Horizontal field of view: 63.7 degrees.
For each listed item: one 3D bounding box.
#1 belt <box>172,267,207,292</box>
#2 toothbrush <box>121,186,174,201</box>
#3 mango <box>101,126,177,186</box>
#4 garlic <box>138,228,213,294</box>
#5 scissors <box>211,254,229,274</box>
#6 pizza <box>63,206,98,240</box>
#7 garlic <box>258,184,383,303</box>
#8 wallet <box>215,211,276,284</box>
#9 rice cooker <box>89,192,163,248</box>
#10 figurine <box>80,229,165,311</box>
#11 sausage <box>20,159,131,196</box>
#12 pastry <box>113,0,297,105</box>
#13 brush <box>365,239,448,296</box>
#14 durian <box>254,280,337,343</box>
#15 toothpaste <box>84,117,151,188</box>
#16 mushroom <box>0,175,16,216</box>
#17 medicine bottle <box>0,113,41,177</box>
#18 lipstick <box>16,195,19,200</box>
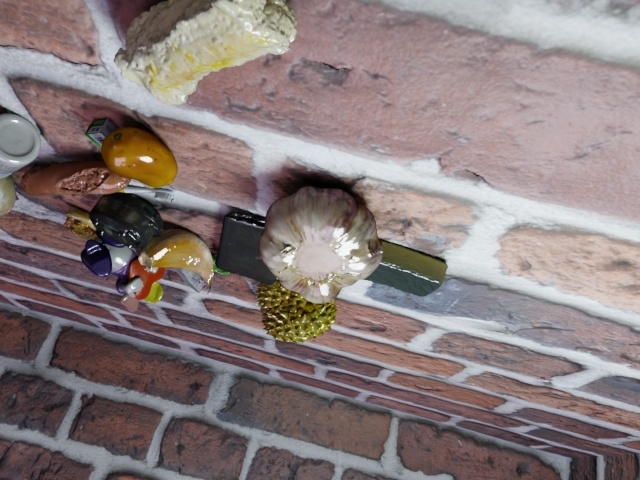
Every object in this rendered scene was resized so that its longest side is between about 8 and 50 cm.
[{"bbox_3d":[-0.399,0.081,1.509,0.071,0.053,0.232,12,152,15],"label":"belt"},{"bbox_3d":[-0.460,-0.115,1.167,0.287,0.024,0.021,8,155,16],"label":"toothbrush"},{"bbox_3d":[-0.323,-0.154,0.946,0.105,0.084,0.159,-13,166,20],"label":"mango"},{"bbox_3d":[-0.348,0.030,1.313,0.206,0.128,0.115,27,110,-34],"label":"garlic"},{"bbox_3d":[-0.331,0.041,1.414,0.204,0.027,0.101,26,149,-23],"label":"scissors"},{"bbox_3d":[-0.642,-0.031,1.423,0.134,0.046,0.175,-5,148,38],"label":"pizza"},{"bbox_3d":[0.000,0.000,0.990,0.244,0.161,0.245,2,121,3],"label":"garlic"},{"bbox_3d":[-0.164,0.022,1.260,0.170,0.044,0.321,18,152,-8],"label":"wallet"},{"bbox_3d":[-0.458,-0.048,1.214,0.165,0.107,0.112,25,150,14],"label":"rice cooker"},{"bbox_3d":[-0.542,0.081,1.428,0.193,0.154,0.421,20,155,20],"label":"figurine"},{"bbox_3d":[-0.543,-0.133,1.113,0.326,0.080,0.087,2,-178,30],"label":"sausage"},{"bbox_3d":[-0.147,-0.246,0.635,0.258,0.089,0.121,-7,150,41],"label":"pastry"},{"bbox_3d":[0.166,0.063,1.129,0.197,0.059,0.123,17,157,-2],"label":"brush"},{"bbox_3d":[-0.086,0.208,1.481,0.260,0.187,0.153,-14,150,26],"label":"durian"},{"bbox_3d":[-0.372,-0.164,1.000,0.043,0.037,0.178,3,153,28],"label":"toothpaste"},{"bbox_3d":[-0.844,-0.106,1.177,0.243,0.244,0.244,13,155,6],"label":"mushroom"},{"bbox_3d":[-0.644,-0.185,1.037,0.168,0.105,0.105,-8,146,41],"label":"medicine bottle"},{"bbox_3d":[-0.851,-0.139,1.341,0.129,0.030,0.030,31,151,-30],"label":"lipstick"}]
